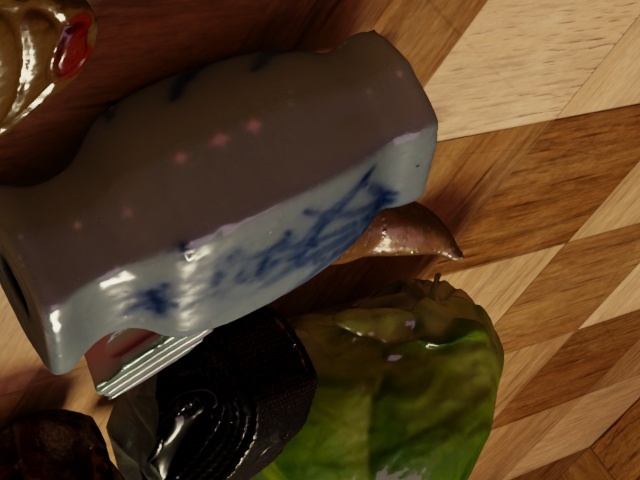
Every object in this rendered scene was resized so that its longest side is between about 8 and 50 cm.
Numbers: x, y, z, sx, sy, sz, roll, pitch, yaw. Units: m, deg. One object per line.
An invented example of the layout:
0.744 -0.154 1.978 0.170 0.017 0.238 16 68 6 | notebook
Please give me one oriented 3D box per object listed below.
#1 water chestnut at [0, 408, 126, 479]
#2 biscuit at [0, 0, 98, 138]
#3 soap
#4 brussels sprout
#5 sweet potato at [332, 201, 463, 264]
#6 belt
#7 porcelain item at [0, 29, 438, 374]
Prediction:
-0.292 0.305 1.972 0.238 0.223 0.223 -7 151 -12 | water chestnut
-0.332 -0.116 1.265 0.381 0.074 0.359 -19 155 -29 | biscuit
-0.196 0.114 1.924 0.149 0.056 0.100 -32 163 5 | soap
0.060 0.213 2.222 0.371 0.314 0.276 -30 -165 -23 | brussels sprout
-0.001 -0.013 1.908 0.355 0.106 0.095 -4 157 -32 | sweet potato
-0.141 0.208 2.039 0.164 0.184 0.289 -23 156 -50 | belt
-0.099 -0.044 1.587 0.405 0.178 0.242 -27 155 -18 | porcelain item
